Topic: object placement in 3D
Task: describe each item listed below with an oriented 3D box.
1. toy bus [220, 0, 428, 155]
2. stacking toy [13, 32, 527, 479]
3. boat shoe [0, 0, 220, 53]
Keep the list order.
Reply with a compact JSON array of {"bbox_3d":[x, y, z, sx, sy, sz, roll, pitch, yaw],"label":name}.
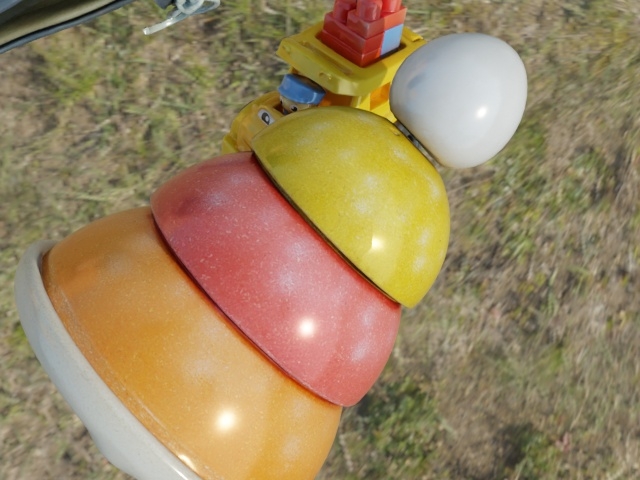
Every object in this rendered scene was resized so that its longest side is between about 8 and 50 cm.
[{"bbox_3d":[0.016,-0.161,1.206,0.149,0.220,0.211,39,142,27],"label":"toy bus"},{"bbox_3d":[0.000,0.000,1.053,0.480,0.350,0.350,-42,85,4],"label":"stacking toy"},{"bbox_3d":[-0.094,-0.153,0.605,0.254,0.095,0.079,-14,82,3],"label":"boat shoe"}]
